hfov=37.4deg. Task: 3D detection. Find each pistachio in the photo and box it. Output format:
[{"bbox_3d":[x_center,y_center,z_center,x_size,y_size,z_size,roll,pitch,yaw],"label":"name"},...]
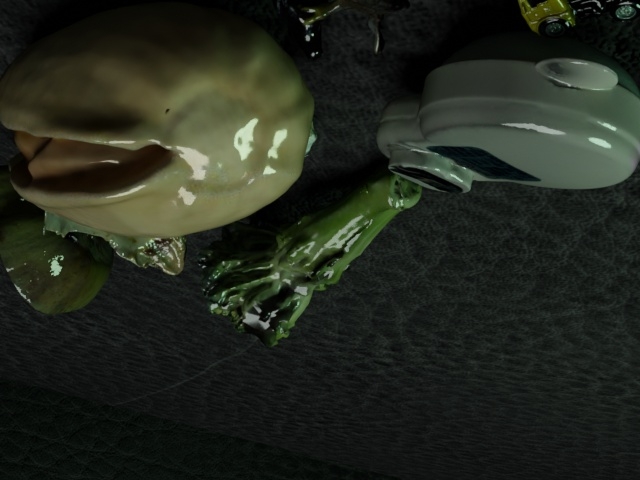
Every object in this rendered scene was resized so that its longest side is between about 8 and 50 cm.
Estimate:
[{"bbox_3d":[-0.156,-0.105,0.817,0.318,0.214,0.193,7,115,33],"label":"pistachio"}]

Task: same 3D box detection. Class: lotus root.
[{"bbox_3d":[-0.295,-0.014,1.100,0.078,0.183,0.203,-21,178,15],"label":"lotus root"}]

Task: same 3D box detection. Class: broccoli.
[{"bbox_3d":[-0.006,-0.002,1.071,0.304,0.165,0.145,-32,103,40],"label":"broccoli"}]

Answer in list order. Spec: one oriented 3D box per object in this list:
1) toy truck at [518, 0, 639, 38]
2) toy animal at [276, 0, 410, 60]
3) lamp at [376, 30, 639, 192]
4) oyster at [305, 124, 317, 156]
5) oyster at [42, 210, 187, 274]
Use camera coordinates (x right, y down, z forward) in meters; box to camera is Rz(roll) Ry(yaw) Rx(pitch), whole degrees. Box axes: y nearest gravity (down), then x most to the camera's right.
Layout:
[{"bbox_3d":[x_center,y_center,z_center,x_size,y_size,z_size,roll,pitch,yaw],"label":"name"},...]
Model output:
[{"bbox_3d":[0.178,-0.179,0.660,0.083,0.049,0.054,-8,149,34],"label":"toy truck"},{"bbox_3d":[0.026,-0.200,0.681,0.105,0.070,0.202,1,156,-11],"label":"toy animal"},{"bbox_3d":[0.154,-0.104,0.772,0.179,0.108,0.246,25,161,-39],"label":"lamp"},{"bbox_3d":[-0.086,-0.081,0.975,0.125,0.064,0.177,-2,157,-29],"label":"oyster"},{"bbox_3d":[-0.218,-0.051,1.059,0.161,0.107,0.233,-27,145,1],"label":"oyster"}]
